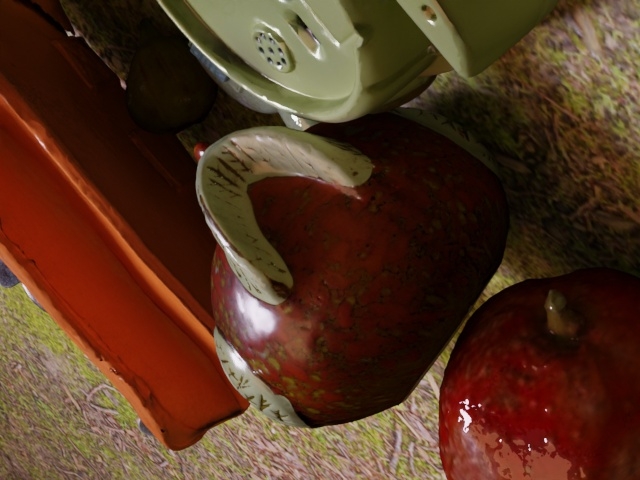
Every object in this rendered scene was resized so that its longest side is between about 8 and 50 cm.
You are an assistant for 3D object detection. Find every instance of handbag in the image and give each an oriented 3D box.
[{"bbox_3d":[-0.181,-0.035,1.609,0.410,0.116,0.303,49,-165,-3],"label":"handbag"}]

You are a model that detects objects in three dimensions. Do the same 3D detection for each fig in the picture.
[{"bbox_3d":[-0.128,-0.136,1.587,0.084,0.082,0.098,-55,-58,-77],"label":"fig"}]

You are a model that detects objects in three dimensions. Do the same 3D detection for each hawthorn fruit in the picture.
[{"bbox_3d":[0.176,0.111,1.298,0.205,0.205,0.253,31,147,34],"label":"hawthorn fruit"}]

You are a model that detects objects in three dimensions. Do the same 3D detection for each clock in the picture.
[{"bbox_3d":[-0.018,-0.198,1.210,0.286,0.117,0.348,49,158,-4],"label":"clock"}]

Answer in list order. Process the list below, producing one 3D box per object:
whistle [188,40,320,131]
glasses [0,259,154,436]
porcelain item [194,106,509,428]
[{"bbox_3d":[-0.024,-0.107,1.459,0.198,0.057,0.104,46,159,3],"label":"whistle"},{"bbox_3d":[-0.192,0.055,1.852,0.234,0.118,0.268,46,-178,-8],"label":"glasses"},{"bbox_3d":[0.000,0.000,1.342,0.253,0.253,0.253,38,157,20],"label":"porcelain item"}]
